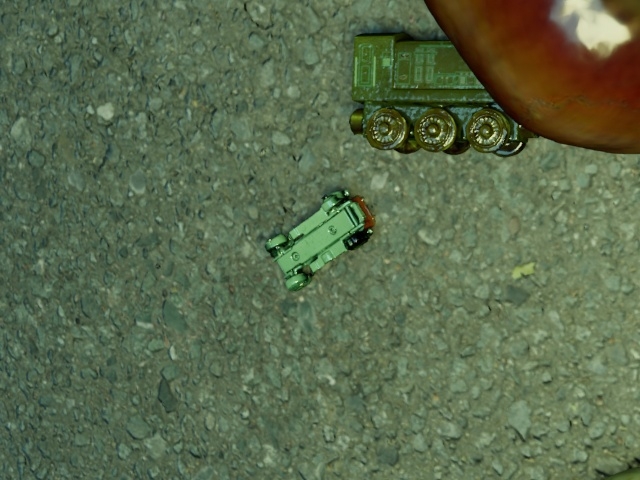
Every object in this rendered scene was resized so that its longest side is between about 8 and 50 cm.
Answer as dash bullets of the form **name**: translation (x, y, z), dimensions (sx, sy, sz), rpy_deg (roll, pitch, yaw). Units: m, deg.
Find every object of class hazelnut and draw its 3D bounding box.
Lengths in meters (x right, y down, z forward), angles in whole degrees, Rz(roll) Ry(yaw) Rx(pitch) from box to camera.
- **hazelnut**: translation (0.256, -0.272, 1.489), dimensions (0.359, 0.359, 0.409), rpy_deg (-43, 75, 29)

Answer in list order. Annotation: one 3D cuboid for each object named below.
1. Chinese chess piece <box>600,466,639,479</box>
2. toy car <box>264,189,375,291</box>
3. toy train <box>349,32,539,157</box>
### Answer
- **Chinese chess piece**: translation (0.392, 0.413, 1.676), dimensions (0.349, 0.146, 0.349), rpy_deg (7, 105, 27)
- **toy car**: translation (0.000, 0.000, 1.854), dimensions (0.143, 0.054, 0.073), rpy_deg (-37, 81, 34)
- **toy train**: translation (0.140, -0.163, 1.723), dimensions (0.225, 0.090, 0.137), rpy_deg (3, 91, 23)
